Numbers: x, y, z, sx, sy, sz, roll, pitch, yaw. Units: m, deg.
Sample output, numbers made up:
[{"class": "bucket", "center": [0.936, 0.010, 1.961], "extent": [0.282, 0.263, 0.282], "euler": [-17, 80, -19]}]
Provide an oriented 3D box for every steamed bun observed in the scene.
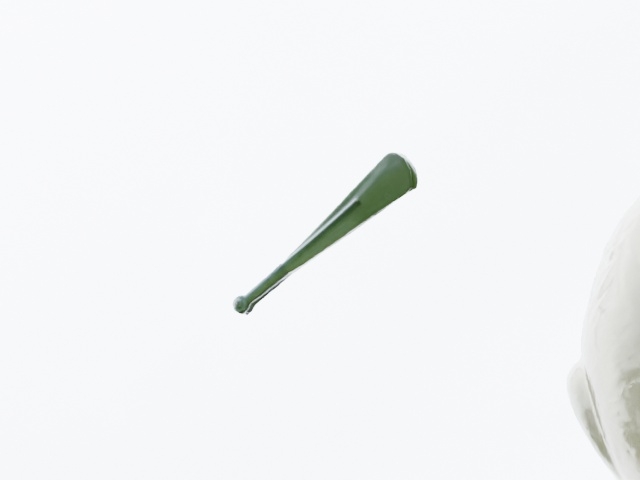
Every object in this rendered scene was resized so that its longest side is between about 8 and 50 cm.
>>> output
[{"class": "steamed bun", "center": [0.225, 0.070, 0.596], "extent": [0.177, 0.228, 0.131], "euler": [26, -38, -18]}]

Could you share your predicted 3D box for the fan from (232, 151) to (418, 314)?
[{"class": "fan", "center": [0.000, 0.000, 0.828], "extent": [0.193, 0.038, 0.016], "euler": [-41, -32, 20]}]
